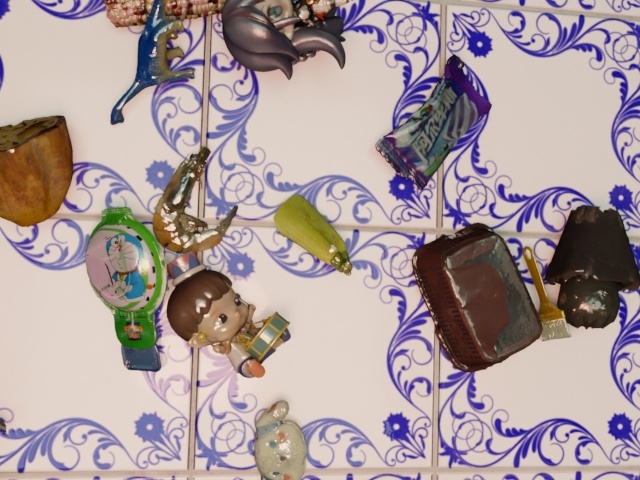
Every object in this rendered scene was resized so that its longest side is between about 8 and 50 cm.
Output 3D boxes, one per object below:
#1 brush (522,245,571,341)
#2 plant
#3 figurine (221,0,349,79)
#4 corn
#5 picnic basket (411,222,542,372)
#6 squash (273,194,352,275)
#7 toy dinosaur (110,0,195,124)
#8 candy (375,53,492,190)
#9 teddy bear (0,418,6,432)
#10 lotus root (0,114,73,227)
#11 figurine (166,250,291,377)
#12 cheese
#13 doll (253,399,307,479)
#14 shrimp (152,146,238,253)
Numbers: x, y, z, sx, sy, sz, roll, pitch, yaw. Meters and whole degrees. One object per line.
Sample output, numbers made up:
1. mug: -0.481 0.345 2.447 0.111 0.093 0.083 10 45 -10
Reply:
1. brush: 0.465 0.110 1.469 0.011 0.083 0.205 -12 81 -27
2. plant: 0.566 0.058 1.452 0.164 0.142 0.256 7 82 -9
3. figurine: -0.059 -0.422 1.359 0.265 0.175 0.197 4 121 -5
4. corn: -0.285 -0.483 1.385 0.280 0.092 0.092 -13 89 -5
5. picnic basket: 0.334 0.117 1.419 0.222 0.129 0.297 -24 92 -10
6. squash: -0.001 0.001 1.405 0.090 0.075 0.200 -36 70 -27
7. toy dinosaur: -0.345 -0.357 1.338 0.188 0.248 0.075 -28 50 -25
8. candy: 0.244 -0.246 1.459 0.145 0.070 0.275 43 80 -13
9. teddy bear: -0.674 0.369 1.271 0.213 0.111 0.133 -40 135 1
10. lotus root: -0.552 -0.128 1.303 0.188 0.199 0.180 2 122 27
11. figurine: -0.191 0.140 1.324 0.275 0.161 0.158 35 125 0
12. cheese: -0.362 0.096 1.321 0.203 0.083 0.321 -3 98 28
13. doll: -0.078 0.419 1.372 0.103 0.071 0.214 -5 96 6
14. shrimp: -0.242 -0.073 1.388 0.150 0.051 0.217 24 91 -10
